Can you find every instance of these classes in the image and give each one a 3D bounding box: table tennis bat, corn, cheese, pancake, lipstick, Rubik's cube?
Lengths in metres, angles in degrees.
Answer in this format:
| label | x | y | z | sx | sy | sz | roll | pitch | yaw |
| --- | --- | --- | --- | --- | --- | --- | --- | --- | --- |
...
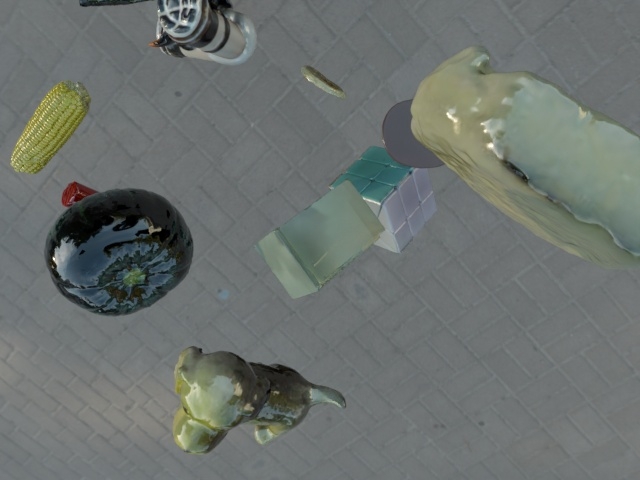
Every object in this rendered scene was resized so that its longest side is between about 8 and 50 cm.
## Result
| label | x | y | z | sx | sy | sz | roll | pitch | yaw |
| --- | --- | --- | --- | --- | --- | --- | --- | --- | --- |
| table tennis bat | 0.268 | -0.237 | 1.103 | 0.274 | 0.021 | 0.154 | -1 | 89 | -12 |
| corn | -0.471 | -0.196 | 0.866 | 0.067 | 0.067 | 0.206 | 43 | 110 | -10 |
| cheese | 0.256 | -0.088 | 0.577 | 0.318 | 0.326 | 0.115 | 31 | 99 | -35 |
| pancake | 0.009 | -0.423 | 1.322 | 0.151 | 0.151 | 0.025 | 31 | 112 | -5 |
| lipstick | -0.560 | -0.077 | 1.358 | 0.073 | 0.073 | 0.279 | -34 | 147 | 19 |
| Rubik's cube | 0.203 | -0.134 | 1.555 | 0.231 | 0.224 | 0.221 | 24 | 150 | 43 |

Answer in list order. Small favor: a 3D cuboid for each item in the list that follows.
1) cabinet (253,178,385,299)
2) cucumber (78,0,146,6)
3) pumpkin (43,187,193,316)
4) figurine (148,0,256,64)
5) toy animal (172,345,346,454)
| label | x | y | z | sx | sy | sz | roll | pitch | yaw |
| --- | --- | --- | --- | --- | --- | --- | --- | --- | --- |
| cabinet | 0.000 | 0.000 | 1.043 | 0.150 | 0.206 | 0.145 | 54 | 153 | -3 |
| cucumber | -0.375 | -0.507 | 0.947 | 0.193 | 0.086 | 0.115 | -18 | 105 | -25 |
| pumpkin | -0.453 | 0.017 | 1.136 | 0.315 | 0.238 | 0.315 | -20 | 129 | -27 |
| figurine | -0.153 | -0.425 | 0.700 | 0.196 | 0.320 | 0.323 | 5 | 105 | -22 |
| toy animal | -0.101 | 0.199 | 0.618 | 0.168 | 0.121 | 0.233 | -18 | 153 | 36 |
